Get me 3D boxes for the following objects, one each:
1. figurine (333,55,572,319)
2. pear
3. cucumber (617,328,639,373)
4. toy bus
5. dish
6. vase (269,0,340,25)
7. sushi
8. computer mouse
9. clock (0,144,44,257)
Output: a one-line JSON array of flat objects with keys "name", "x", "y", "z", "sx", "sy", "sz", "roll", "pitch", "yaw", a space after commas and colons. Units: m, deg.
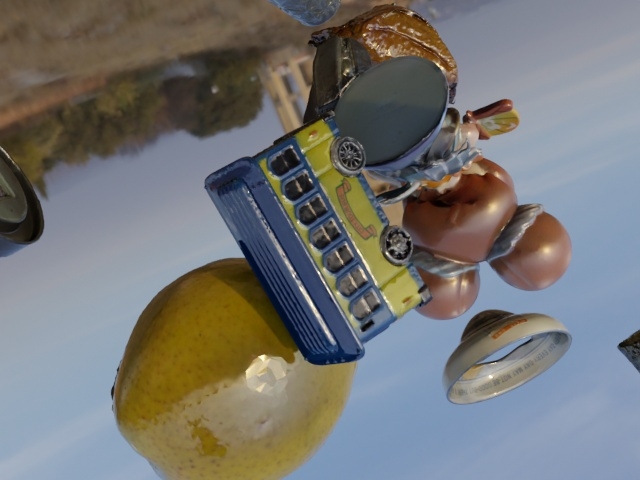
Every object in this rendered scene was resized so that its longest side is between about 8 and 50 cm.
[{"name": "figurine", "x": 0.195, "y": -0.069, "z": 1.379, "sx": 0.277, "sy": 0.388, "sz": 0.248, "roll": -18, "pitch": -127, "yaw": 22}, {"name": "pear", "x": -0.091, "y": 0.191, "z": 1.299, "sx": 0.386, "sy": 0.340, "sz": 0.191, "roll": -40, "pitch": -167, "yaw": -18}, {"name": "cucumber", "x": 0.359, "y": 0.159, "z": 0.904, "sx": 0.039, "sy": 0.163, "sz": 0.043, "roll": -44, "pitch": 168, "yaw": 36}, {"name": "toy bus", "x": 0.000, "y": 0.000, "z": 1.180, "sx": 0.175, "sy": 0.287, "sz": 0.138, "roll": -35, "pitch": -171, "yaw": -34}, {"name": "dish", "x": 0.349, "y": 0.203, "z": 1.824, "sx": 0.273, "sy": 0.134, "sz": 0.273, "roll": -17, "pitch": 149, "yaw": -11}, {"name": "vase", "x": -0.063, "y": -0.493, "z": 1.598, "sx": 0.156, "sy": 0.251, "sz": 0.301, "roll": 15, "pitch": 175, "yaw": 27}, {"name": "sushi", "x": 0.130, "y": -0.338, "z": 1.603, "sx": 0.287, "sy": 0.149, "sz": 0.140, "roll": 10, "pitch": 163, "yaw": -25}, {"name": "computer mouse", "x": 0.033, "y": -0.211, "z": 1.387, "sx": 0.106, "sy": 0.192, "sz": 0.062, "roll": -1, "pitch": -166, "yaw": -21}, {"name": "clock", "x": -0.402, "y": -0.063, "z": 1.071, "sx": 0.040, "sy": 0.184, "sz": 0.184, "roll": -34, "pitch": -173, "yaw": 11}]
